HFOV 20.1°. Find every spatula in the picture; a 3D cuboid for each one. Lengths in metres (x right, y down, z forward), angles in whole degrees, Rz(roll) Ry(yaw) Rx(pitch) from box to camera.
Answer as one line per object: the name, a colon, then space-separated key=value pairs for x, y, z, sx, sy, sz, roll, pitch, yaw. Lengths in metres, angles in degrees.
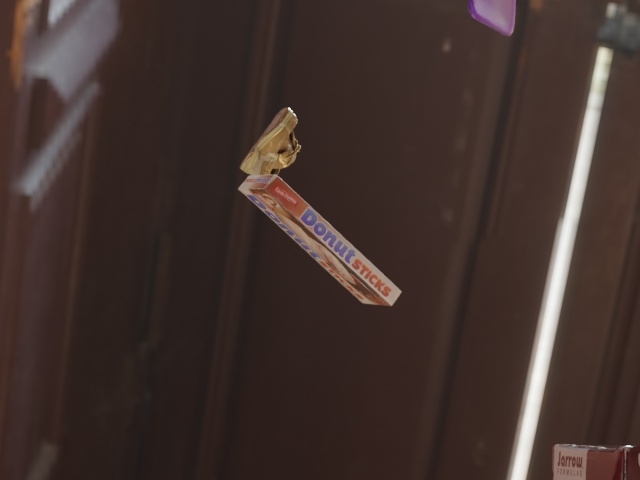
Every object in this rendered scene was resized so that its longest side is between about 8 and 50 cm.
spatula: x=0.136 y=-0.254 z=1.623 sx=0.030 sy=0.084 sz=0.296 roll=1 pitch=-6 yaw=16

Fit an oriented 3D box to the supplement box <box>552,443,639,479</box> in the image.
supplement box: x=0.285 y=0.171 z=1.183 sx=0.239 sy=0.073 sz=0.130 roll=3 pitch=-6 yaw=-12

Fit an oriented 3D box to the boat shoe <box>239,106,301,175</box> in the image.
boat shoe: x=-0.045 y=-0.100 z=1.939 sx=0.045 sy=0.050 sz=0.135 roll=36 pitch=-24 yaw=-3

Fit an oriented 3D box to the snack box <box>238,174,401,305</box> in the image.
snack box: x=0.000 y=0.000 z=1.752 sx=0.178 sy=0.022 sz=0.064 roll=43 pitch=-16 yaw=-20
